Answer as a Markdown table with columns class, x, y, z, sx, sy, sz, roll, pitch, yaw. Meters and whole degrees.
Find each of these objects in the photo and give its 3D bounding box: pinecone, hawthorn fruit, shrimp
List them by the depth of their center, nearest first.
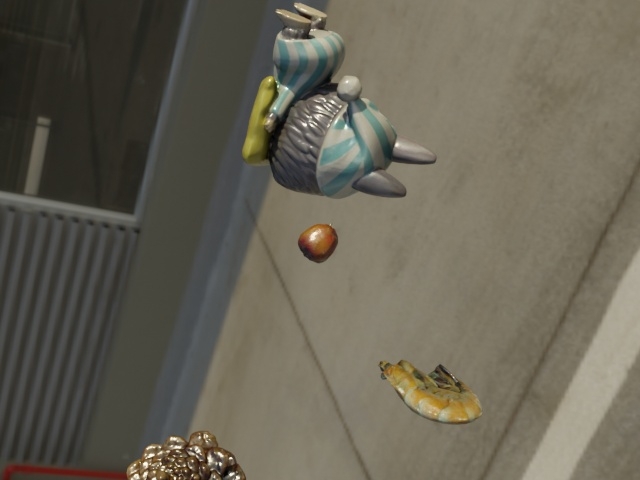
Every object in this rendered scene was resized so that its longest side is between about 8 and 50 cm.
| class | x | y | z | sx | sy | sz | roll | pitch | yaw |
| --- | --- | --- | --- | --- | --- | --- | --- | --- | --- |
| shrimp | 0.203 | 0.262 | 1.664 | 0.254 | 0.145 | 0.059 | -141 | 53 | -65 |
| hawthorn fruit | -0.003 | 0.005 | 1.726 | 0.077 | 0.077 | 0.077 | -170 | 90 | -70 |
| pinecone | -0.256 | 0.517 | 1.816 | 0.309 | 0.244 | 0.244 | 87 | 179 | -55 |

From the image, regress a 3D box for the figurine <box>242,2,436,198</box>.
| class | x | y | z | sx | sy | sz | roll | pitch | yaw |
| --- | --- | --- | --- | --- | --- | --- | --- | --- | --- |
| figurine | 0.067 | -0.251 | 1.864 | 0.266 | 0.378 | 0.361 | -53 | -22 | -62 |
